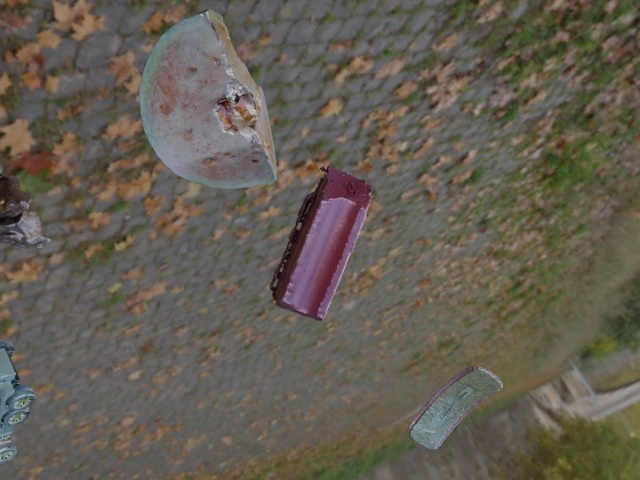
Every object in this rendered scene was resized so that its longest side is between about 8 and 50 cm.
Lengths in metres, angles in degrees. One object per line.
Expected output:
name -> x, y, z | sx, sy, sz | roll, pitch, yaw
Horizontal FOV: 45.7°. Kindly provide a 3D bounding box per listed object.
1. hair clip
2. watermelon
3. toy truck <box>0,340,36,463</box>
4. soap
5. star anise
hair clip -> 0.166, 0.207, 0.947 | 0.137, 0.054, 0.022 | -50, -161, 18
watermelon -> -0.203, -0.242, 1.344 | 0.188, 0.322, 0.175 | -11, -156, 8
toy truck -> -0.540, 0.260, 1.178 | 0.140, 0.108, 0.257 | -10, 142, -42
soap -> 0.000, 0.000, 1.301 | 0.162, 0.099, 0.250 | -105, -144, -79
star anise -> -0.452, -0.069, 1.022 | 0.073, 0.212, 0.197 | -47, 176, -22
